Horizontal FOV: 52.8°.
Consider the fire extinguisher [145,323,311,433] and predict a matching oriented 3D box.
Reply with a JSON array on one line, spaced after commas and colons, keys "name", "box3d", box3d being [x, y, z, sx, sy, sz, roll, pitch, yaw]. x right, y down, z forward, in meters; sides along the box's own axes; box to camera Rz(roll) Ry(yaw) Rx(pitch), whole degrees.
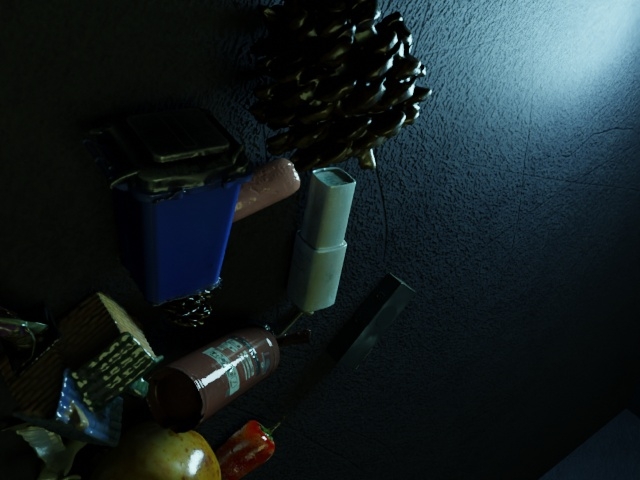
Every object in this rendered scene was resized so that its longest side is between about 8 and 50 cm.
[{"name": "fire extinguisher", "box3d": [-0.129, 0.206, 1.085, 0.337, 0.147, 0.107, -22, 101, -63]}]

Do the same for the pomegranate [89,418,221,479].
[{"name": "pomegranate", "box3d": [-0.292, 0.431, 1.108, 0.248, 0.248, 0.248, -24, 135, -26]}]

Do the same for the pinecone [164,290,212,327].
[{"name": "pinecone", "box3d": [-0.209, 0.097, 1.020, 0.077, 0.077, 0.083, 0, 97, -42]}]

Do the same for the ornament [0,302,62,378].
[{"name": "ornament", "box3d": [-0.420, 0.082, 0.808, 0.081, 0.088, 0.203, -40, 138, -10]}]

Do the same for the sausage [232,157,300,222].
[{"name": "sausage", "box3d": [-0.105, -0.074, 0.977, 0.154, 0.062, 0.062, -28, 136, -23]}]

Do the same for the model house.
[{"name": "model house", "box3d": [-0.322, 0.200, 0.923, 0.183, 0.172, 0.166, -43, 139, -6]}]

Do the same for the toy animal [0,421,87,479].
[{"name": "toy animal", "box3d": [-0.411, 0.363, 1.039, 0.155, 0.095, 0.219, -13, 131, -28]}]

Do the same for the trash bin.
[{"name": "trash bin", "box3d": [-0.204, -0.041, 0.850, 0.184, 0.162, 0.235, -16, 137, -31]}]

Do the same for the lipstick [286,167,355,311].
[{"name": "lipstick", "box3d": [0.000, 0.000, 1.119, 0.077, 0.079, 0.253, -13, 128, -32]}]

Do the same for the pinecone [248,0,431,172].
[{"name": "pinecone", "box3d": [0.025, -0.216, 0.852, 0.243, 0.243, 0.257, -20, 128, -29]}]

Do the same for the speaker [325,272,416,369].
[{"name": "speaker", "box3d": [0.111, 0.176, 1.386, 0.218, 0.044, 0.082, -51, 140, 4]}]

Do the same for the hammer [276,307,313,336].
[{"name": "hammer", "box3d": [-0.059, 0.165, 1.248, 0.110, 0.019, 0.035, -48, 140, 4]}]

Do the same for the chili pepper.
[{"name": "chili pepper", "box3d": [-0.137, 0.421, 1.338, 0.192, 0.084, 0.086, -40, 157, -1]}]
